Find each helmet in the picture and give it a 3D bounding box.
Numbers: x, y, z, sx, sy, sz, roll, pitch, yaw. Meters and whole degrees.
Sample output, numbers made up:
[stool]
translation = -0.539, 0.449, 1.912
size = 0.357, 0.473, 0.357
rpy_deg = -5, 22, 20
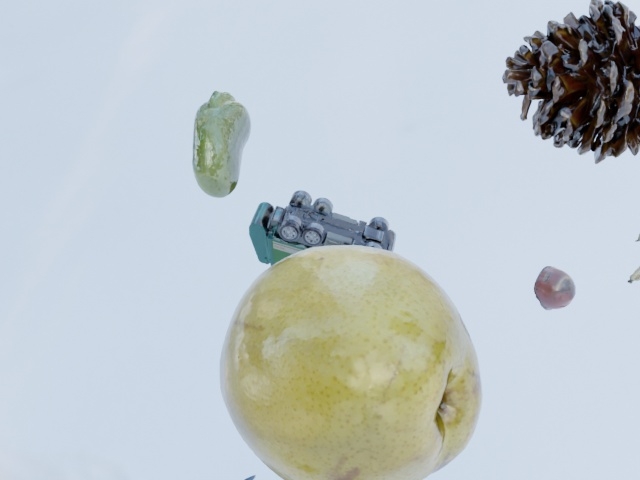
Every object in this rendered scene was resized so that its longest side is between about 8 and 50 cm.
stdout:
[helmet]
translation = 0.377, 0.080, 1.727
size = 0.049, 0.084, 0.065
rpy_deg = 14, 70, 45

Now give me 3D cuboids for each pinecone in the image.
[pinecone]
translation = 0.264, -0.157, 1.083
size = 0.173, 0.174, 0.174
rpy_deg = -3, 33, 2

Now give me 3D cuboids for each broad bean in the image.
[broad bean]
translation = -0.158, -0.158, 1.758
size = 0.082, 0.124, 0.175
rpy_deg = -8, 52, 15

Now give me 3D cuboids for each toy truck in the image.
[toy truck]
translation = 0.000, 0.000, 1.954
size = 0.253, 0.124, 0.114
rpy_deg = 18, 36, 0

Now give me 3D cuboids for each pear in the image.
[pear]
translation = 0.036, 0.155, 1.286
size = 0.314, 0.314, 0.314
rpy_deg = -3, 33, 2

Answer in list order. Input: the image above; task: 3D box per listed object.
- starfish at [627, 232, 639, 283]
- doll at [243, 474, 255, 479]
[starfish]
translation = 0.411, 0.032, 1.199
size = 0.138, 0.050, 0.247
rpy_deg = 22, 15, 13
[doll]
translation = -0.150, 0.451, 1.882
size = 0.125, 0.037, 0.027
rpy_deg = -43, 28, -25
